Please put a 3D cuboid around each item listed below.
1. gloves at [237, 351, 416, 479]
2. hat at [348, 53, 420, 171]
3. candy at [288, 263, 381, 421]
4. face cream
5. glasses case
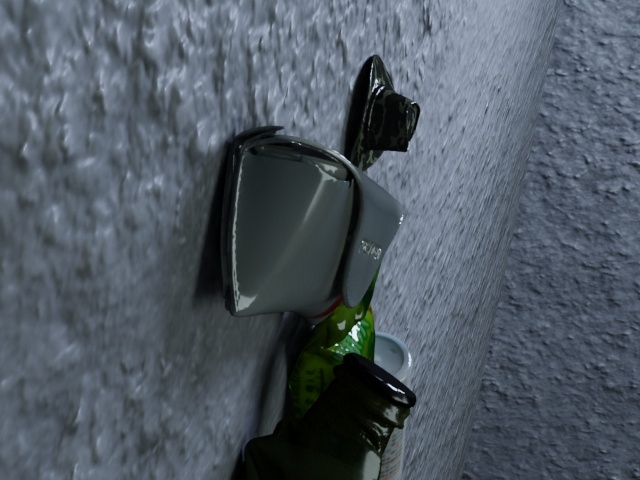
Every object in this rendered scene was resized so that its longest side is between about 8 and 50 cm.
[{"bbox_3d":[-0.014,0.219,1.124,0.268,0.135,0.107,-58,-175,-11],"label":"gloves"},{"bbox_3d":[0.062,-0.110,1.249,0.121,0.050,0.121,13,90,-75],"label":"hat"},{"bbox_3d":[0.012,0.120,1.248,0.149,0.069,0.246,-67,162,-53],"label":"candy"},{"bbox_3d":[0.054,0.214,1.510,0.269,0.082,0.082,93,17,-46],"label":"face cream"},{"bbox_3d":[-0.001,0.002,1.016,0.308,0.083,0.128,23,81,-77],"label":"glasses case"}]
